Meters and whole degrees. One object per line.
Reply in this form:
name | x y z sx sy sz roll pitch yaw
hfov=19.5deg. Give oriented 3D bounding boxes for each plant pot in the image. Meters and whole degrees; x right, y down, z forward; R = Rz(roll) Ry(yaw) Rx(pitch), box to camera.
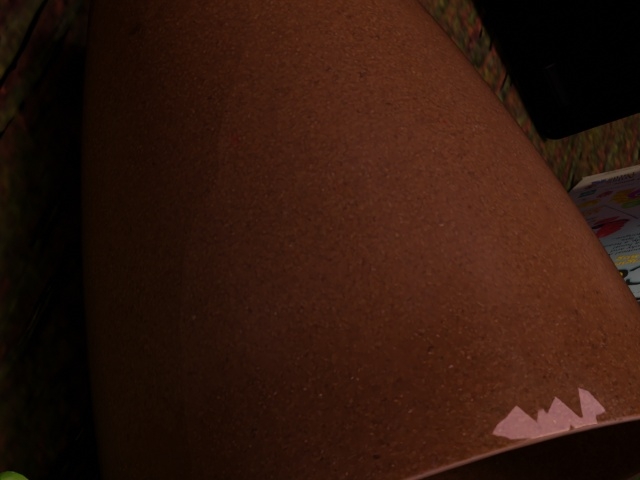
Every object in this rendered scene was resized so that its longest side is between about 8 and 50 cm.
plant pot | 0.000 0.000 0.758 0.237 0.237 0.254 9 58 -56

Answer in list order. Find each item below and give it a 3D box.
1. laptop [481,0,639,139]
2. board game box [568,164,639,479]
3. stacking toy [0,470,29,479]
laptop | 0.260 -0.329 1.127 0.382 0.408 0.236 62 22 -26
board game box | 0.192 0.057 1.086 0.275 0.144 0.142 -37 111 -55
stacking toy | -0.112 0.209 0.641 0.167 0.052 0.221 -37 110 -56
